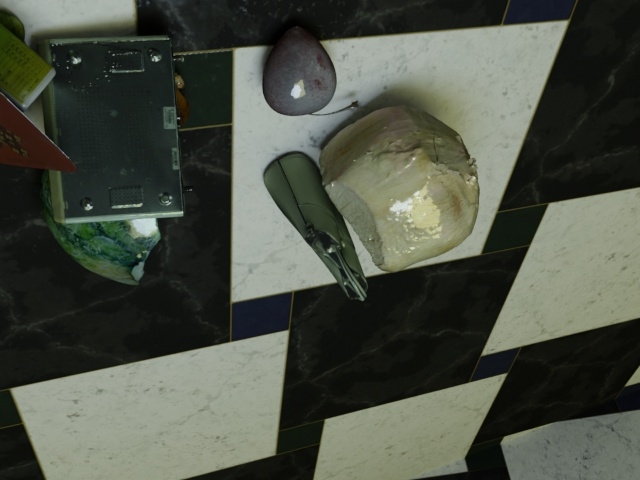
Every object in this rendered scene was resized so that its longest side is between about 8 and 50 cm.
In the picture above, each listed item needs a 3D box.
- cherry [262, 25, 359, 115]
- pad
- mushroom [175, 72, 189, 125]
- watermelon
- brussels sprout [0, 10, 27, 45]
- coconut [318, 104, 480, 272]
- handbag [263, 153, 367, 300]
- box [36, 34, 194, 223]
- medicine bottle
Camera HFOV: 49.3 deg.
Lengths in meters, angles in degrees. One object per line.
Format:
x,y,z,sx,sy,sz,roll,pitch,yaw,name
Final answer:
-0.009,-0.280,1.160,0.188,0.115,0.148,-16,101,-22,cherry
-0.463,-0.160,0.969,0.181,0.267,0.004,52,57,-43,pad
-0.271,-0.221,1.114,0.127,0.087,0.127,3,143,2,mushroom
-0.349,-0.058,1.156,0.224,0.180,0.305,34,141,1,watermelon
-0.439,-0.284,0.983,0.051,0.046,0.083,-20,151,-17,brussels sprout
0.163,-0.102,1.292,0.255,0.297,0.297,-33,139,13,coconut
0.000,0.000,1.294,0.109,0.315,0.241,-29,139,8,handbag
-0.298,-0.163,1.030,0.211,0.045,0.270,-3,94,-8,box
-0.469,-0.245,0.926,0.188,0.088,0.132,42,148,-27,medicine bottle
